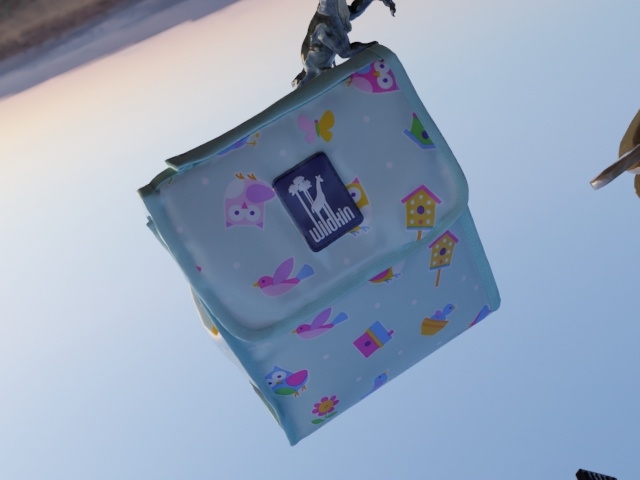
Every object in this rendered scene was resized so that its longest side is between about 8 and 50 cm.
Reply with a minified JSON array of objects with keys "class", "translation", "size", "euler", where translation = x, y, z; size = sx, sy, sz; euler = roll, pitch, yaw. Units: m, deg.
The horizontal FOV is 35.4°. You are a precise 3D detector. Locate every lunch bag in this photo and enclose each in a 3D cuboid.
[{"class":"lunch bag","translation":[0.000,0.000,0.781],"size":[0.223,0.262,0.160],"euler":[-32,-135,-9]}]

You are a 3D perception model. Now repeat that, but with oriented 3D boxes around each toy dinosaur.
[{"class":"toy dinosaur","translation":[0.034,-0.274,1.279],"size":[0.118,0.268,0.064],"euler":[7,-139,-6]}]

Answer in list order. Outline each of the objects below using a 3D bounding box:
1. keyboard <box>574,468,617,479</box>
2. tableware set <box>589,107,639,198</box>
[{"class":"keyboard","translation":[0.392,0.369,1.257],"size":[0.023,0.108,0.180],"euler":[-49,-145,25]},{"class":"tableware set","translation":[0.181,-0.089,0.383],"size":[0.194,0.039,0.128],"euler":[-47,-170,36]}]
